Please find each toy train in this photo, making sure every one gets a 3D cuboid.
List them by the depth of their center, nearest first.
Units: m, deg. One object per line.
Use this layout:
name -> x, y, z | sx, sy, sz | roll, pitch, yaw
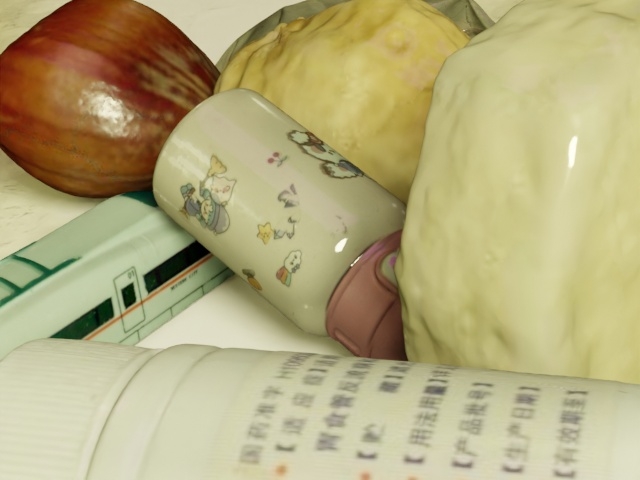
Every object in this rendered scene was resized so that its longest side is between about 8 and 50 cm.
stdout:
toy train -> -0.177, 0.037, 0.914 | 0.086, 0.088, 0.407 | 16, 36, 35

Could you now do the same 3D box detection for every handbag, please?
handbag -> 0.038, -0.170, 1.203 | 0.270, 0.117, 0.182 | -18, 18, -15

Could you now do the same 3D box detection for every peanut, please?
peanut -> 0.078, -0.083, 0.967 | 0.387, 0.192, 0.169 | 18, 23, 37

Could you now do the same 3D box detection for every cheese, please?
cheese -> 0.175, 0.003, 0.731 | 0.318, 0.326, 0.115 | 18, 0, -45

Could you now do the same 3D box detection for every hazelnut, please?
hazelnut -> -0.182, -0.114, 1.113 | 0.181, 0.181, 0.212 | -35, 13, 27

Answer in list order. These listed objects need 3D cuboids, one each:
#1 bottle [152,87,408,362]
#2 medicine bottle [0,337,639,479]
bottle -> 0.000, 0.000, 0.871 | 0.110, 0.110, 0.233 | -31, 58, -35
medicine bottle -> 0.005, 0.146, 0.585 | 0.332, 0.190, 0.190 | 3, 31, 17
